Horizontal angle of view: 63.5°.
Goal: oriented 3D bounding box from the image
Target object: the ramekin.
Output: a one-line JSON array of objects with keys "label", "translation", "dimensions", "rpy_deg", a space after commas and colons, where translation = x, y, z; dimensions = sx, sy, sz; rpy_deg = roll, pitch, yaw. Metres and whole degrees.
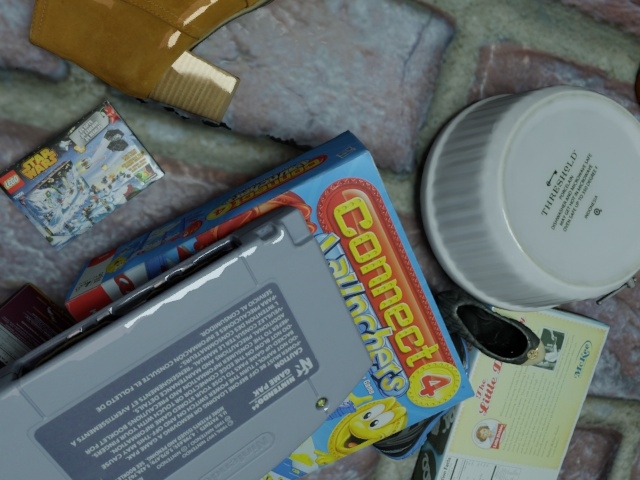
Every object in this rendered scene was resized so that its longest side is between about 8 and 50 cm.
[{"label": "ramekin", "translation": [0.263, -0.050, 0.599], "dimensions": [0.272, 0.127, 0.273], "rpy_deg": [1, 87, -15]}]

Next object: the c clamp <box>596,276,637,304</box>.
[{"label": "c clamp", "translation": [0.433, -0.005, 0.736], "dimensions": [0.137, 0.022, 0.161], "rpy_deg": [-28, 106, -9]}]

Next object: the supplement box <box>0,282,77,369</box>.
[{"label": "supplement box", "translation": [-0.298, 0.121, 0.472], "dimensions": [0.104, 0.188, 0.081], "rpy_deg": [-43, 108, -5]}]

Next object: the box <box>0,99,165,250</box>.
[{"label": "box", "translation": [-0.246, -0.067, 0.538], "dimensions": [0.137, 0.027, 0.094], "rpy_deg": [-37, 108, -7]}]

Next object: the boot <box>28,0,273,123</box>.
[{"label": "boot", "translation": [-0.137, -0.280, 0.492], "dimensions": [0.211, 0.104, 0.295], "rpy_deg": [25, 97, -18]}]

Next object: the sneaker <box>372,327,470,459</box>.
[{"label": "sneaker", "translation": [0.124, 0.194, 0.663], "dimensions": [0.078, 0.067, 0.188], "rpy_deg": [32, 93, -24]}]

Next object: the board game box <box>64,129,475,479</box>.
[{"label": "board game box", "translation": [-0.035, 0.095, 0.541], "dimensions": [0.301, 0.086, 0.308], "rpy_deg": [-27, 114, 4]}]

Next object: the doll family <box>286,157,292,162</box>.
[{"label": "doll family", "translation": [0.000, 0.000, 0.593], "dimensions": [0.111, 0.076, 0.193], "rpy_deg": [12, 107, -18]}]

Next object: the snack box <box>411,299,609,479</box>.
[{"label": "snack box", "translation": [0.253, 0.240, 0.708], "dimensions": [0.186, 0.060, 0.322], "rpy_deg": [15, 95, -16]}]

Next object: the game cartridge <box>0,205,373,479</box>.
[{"label": "game cartridge", "translation": [-0.104, 0.125, 0.424], "dimensions": [0.294, 0.060, 0.196], "rpy_deg": [-31, 111, -16]}]

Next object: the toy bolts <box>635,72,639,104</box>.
[{"label": "toy bolts", "translation": [0.542, -0.276, 0.687], "dimensions": [0.218, 0.158, 0.229], "rpy_deg": [-1, 115, 26]}]

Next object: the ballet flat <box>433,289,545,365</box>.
[{"label": "ballet flat", "translation": [0.205, 0.112, 0.619], "dimensions": [0.173, 0.049, 0.058], "rpy_deg": [28, 96, -18]}]
